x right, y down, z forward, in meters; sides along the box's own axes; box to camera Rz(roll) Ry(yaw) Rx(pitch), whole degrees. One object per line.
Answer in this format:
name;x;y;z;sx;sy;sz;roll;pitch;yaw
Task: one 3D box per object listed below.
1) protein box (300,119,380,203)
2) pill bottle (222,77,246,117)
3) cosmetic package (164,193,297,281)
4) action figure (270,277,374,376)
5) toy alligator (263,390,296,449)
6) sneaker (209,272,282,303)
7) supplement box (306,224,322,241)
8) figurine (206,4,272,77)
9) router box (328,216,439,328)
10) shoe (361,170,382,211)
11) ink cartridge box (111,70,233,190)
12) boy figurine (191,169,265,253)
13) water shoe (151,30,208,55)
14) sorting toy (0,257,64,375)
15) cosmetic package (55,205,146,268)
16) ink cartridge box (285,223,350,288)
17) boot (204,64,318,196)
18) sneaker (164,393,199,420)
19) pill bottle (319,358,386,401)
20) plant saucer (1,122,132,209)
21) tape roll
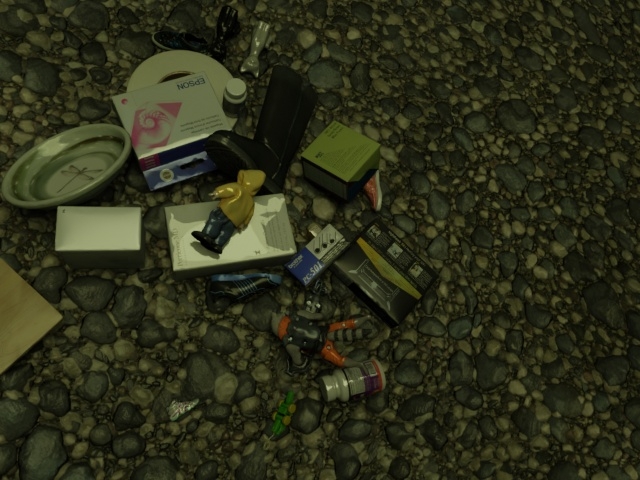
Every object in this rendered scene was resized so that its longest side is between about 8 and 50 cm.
protein box;0.072;-0.276;1.897;0.201;0.136;0.200;32;66;20
pill bottle;-0.290;-0.481;1.825;0.078;0.137;0.078;4;72;-12
cosmetic package;-0.295;-0.011;1.740;0.385;0.156;0.217;-10;77;-18
action figure;0.002;0.258;1.706;0.330;0.178;0.341;6;65;8
toy alligator;-0.118;0.557;1.662;0.051;0.056;0.189;46;60;-41
sneaker;-0.239;0.156;1.746;0.232;0.081;0.090;-1;76;-8
supplement box;0.000;0.000;1.862;0.036;0.062;0.098;-41;85;-21
figurine;-0.297;-0.725;2.005;0.215;0.092;0.209;20;74;-16
router box;0.220;0.109;1.874;0.309;0.081;0.243;44;68;2
shoe;0.173;-0.188;1.970;0.081;0.063;0.178;2;67;-12
ink cartridge box;-0.469;-0.368;1.783;0.324;0.071;0.330;-23;79;-20
boy figurine;-0.267;-0.106;1.615;0.092;0.177;0.285;17;70;38
water shoe;-0.505;-0.731;1.957;0.203;0.080;0.073;9;70;-12
sorting toy;-0.917;0.231;1.537;0.255;0.089;0.257;42;68;2
cosmetic package;-0.644;-0.004;1.610;0.224;0.224;0.138;0;73;-14
ink cartridge box;-0.008;0.051;1.787;0.207;0.046;0.097;-44;75;-10
boot;-0.184;-0.407;1.816;0.146;0.367;0.445;9;69;30
sneaker;-0.417;0.483;1.612;0.098;0.038;0.069;-32;83;-22
pill bottle;0.100;0.449;1.719;0.193;0.108;0.108;-10;76;-17
plant saucer;-0.755;-0.208;1.655;0.400;0.100;0.400;-9;43;8
tape roll;-0.472;-0.483;1.892;0.392;0.072;0.392;4;72;-13
